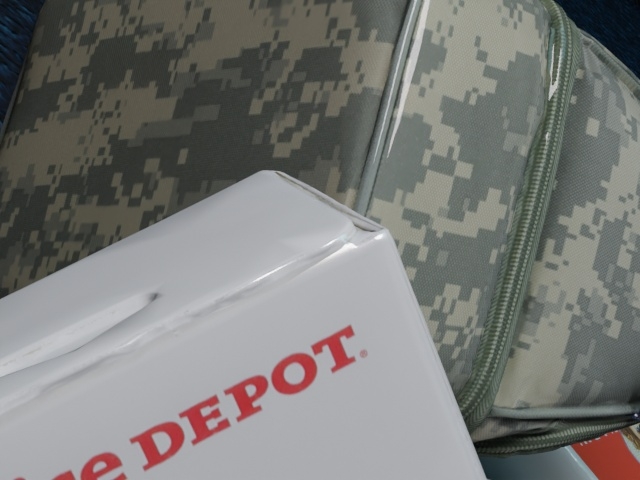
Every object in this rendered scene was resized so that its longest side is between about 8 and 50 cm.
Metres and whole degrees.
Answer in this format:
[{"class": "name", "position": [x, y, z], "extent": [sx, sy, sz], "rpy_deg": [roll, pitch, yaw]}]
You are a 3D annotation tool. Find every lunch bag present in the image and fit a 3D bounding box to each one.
[{"class": "lunch bag", "position": [0.019, -0.003, 0.760], "extent": [0.256, 0.212, 0.305], "rpy_deg": [20, -14, -41]}]

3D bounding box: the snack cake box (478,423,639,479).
[{"class": "snack cake box", "position": [0.180, 0.145, 1.052], "extent": [0.152, 0.089, 0.264], "rpy_deg": [52, 24, 19]}]

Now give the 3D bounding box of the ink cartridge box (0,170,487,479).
[{"class": "ink cartridge box", "position": [-0.031, 0.122, 0.474], "extent": [0.237, 0.172, 0.100], "rpy_deg": [68, -12, -20]}]

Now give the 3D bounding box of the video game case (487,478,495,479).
[{"class": "video game case", "position": [0.062, 0.204, 0.666], "extent": [0.232, 0.042, 0.210], "rpy_deg": [20, 64, -43]}]
